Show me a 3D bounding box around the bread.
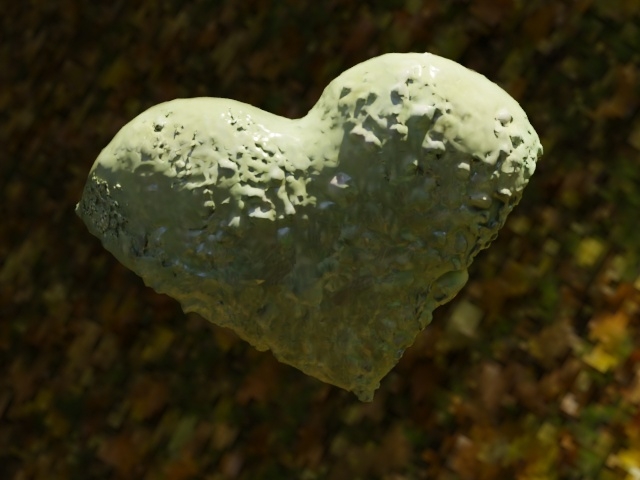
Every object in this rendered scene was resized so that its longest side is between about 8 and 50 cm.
[{"bbox_3d":[0.000,0.000,0.962,0.064,0.232,0.172,-111,11,-67],"label":"bread"}]
